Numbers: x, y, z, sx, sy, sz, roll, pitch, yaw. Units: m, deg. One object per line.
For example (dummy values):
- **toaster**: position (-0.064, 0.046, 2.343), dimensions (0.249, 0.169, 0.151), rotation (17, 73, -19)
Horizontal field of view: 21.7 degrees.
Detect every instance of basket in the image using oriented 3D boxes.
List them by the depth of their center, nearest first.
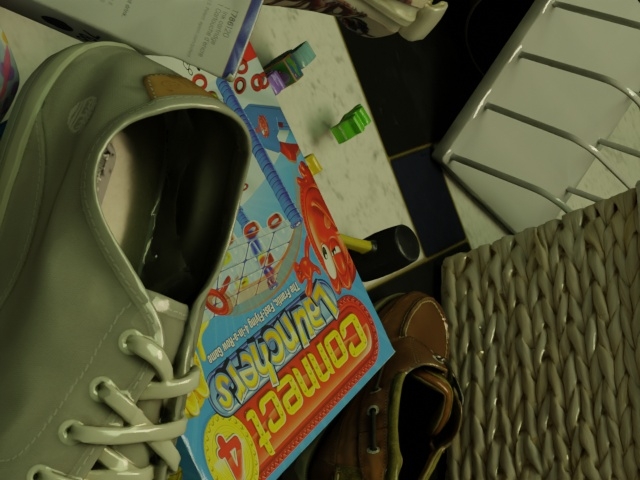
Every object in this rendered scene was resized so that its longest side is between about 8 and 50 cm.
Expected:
- **basket**: position (0.303, 0.172, 1.587), dimensions (0.328, 0.266, 0.331), rotation (36, 44, -44)
- **basket**: position (0.243, -0.299, 1.894), dimensions (0.204, 0.154, 0.227), rotation (43, 36, -41)

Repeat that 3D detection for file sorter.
- **file sorter**: position (0.292, -0.129, 1.708), dimensions (0.193, 0.173, 0.278), rotation (39, 82, -41)

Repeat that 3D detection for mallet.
- **mallet**: position (0.000, 0.000, 1.435), dimensions (0.189, 0.062, 0.039), rotation (11, 61, -39)

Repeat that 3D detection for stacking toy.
- **stacking toy**: position (-0.040, -0.138, 1.427), dimensions (0.167, 0.052, 0.221), rotation (59, 26, -9)

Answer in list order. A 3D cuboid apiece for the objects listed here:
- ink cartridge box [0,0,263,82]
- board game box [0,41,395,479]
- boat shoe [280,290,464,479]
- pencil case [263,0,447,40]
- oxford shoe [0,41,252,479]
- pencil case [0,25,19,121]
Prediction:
- **ink cartridge box**: position (-0.182, -0.228, 1.028), dimensions (0.332, 0.065, 0.165), rotation (23, 80, -14)
- **board game box**: position (-0.096, 0.018, 1.208), dimensions (0.302, 0.086, 0.308), rotation (64, 30, -9)
- **boat shoe**: position (0.072, 0.141, 1.390), dimensions (0.111, 0.104, 0.307), rotation (57, 32, -21)
- **pencil case**: position (-0.072, -0.254, 1.258), dimensions (0.410, 0.160, 0.184), rotation (5, 65, -43)
- **oxford shoe**: position (-0.138, 0.100, 0.955), dimensions (0.169, 0.130, 0.449), rotation (25, 74, -54)
- **pencil case**: position (-0.286, -0.067, 0.924), dimensions (0.273, 0.124, 0.114), rotation (-41, 133, -57)
